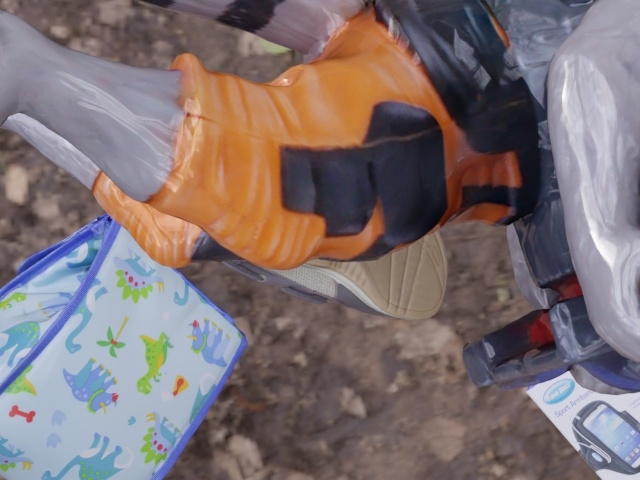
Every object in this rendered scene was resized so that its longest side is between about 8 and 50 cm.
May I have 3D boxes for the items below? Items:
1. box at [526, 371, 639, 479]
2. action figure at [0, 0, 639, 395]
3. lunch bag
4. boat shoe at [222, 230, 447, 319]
[{"bbox_3d":[0.199,0.111,0.998,0.081,0.028,0.136,-39,92,23],"label":"box"},{"bbox_3d":[0.056,-0.046,0.423,0.341,0.330,0.179,148,117,-72],"label":"action figure"},{"bbox_3d":[-0.131,0.074,0.888,0.151,0.129,0.096,-46,36,-2],"label":"lunch bag"},{"bbox_3d":[0.000,0.000,1.236,0.092,0.285,0.103,-3,76,38],"label":"boat shoe"}]
